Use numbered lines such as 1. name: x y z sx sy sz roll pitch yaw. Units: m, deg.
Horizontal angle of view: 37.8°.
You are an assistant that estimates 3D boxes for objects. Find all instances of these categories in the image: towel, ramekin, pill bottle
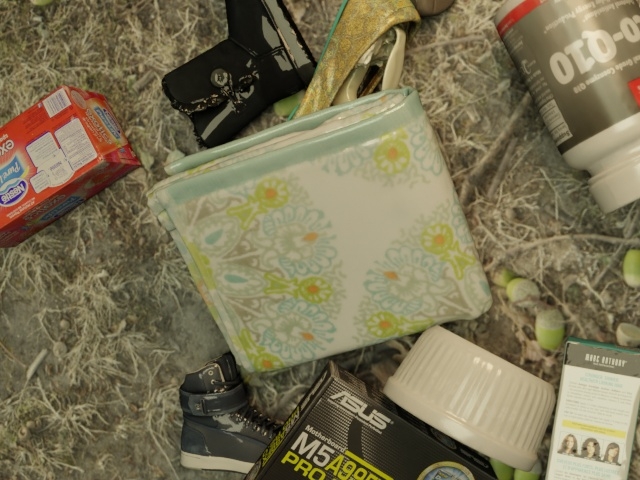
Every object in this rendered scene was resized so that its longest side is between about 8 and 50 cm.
1. towel: 0.000 0.000 1.214 0.374 0.090 0.320 -17 118 16
2. ramekin: 0.194 0.191 1.171 0.207 0.207 0.109 28 89 13
3. pill bottle: 0.343 -0.187 1.138 0.161 0.161 0.283 -28 84 14

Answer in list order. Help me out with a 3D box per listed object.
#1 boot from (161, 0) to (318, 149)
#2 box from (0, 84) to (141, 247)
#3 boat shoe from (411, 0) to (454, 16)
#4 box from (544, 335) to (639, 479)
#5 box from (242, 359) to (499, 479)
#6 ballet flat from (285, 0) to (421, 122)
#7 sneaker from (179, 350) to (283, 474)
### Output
1. boot: -0.139 -0.273 1.302 0.207 0.094 0.246 -29 90 10
2. box: -0.413 -0.102 1.367 0.257 0.122 0.128 -31 83 14
3. boat shoe: 0.117 -0.473 1.226 0.130 0.132 0.355 7 103 45
4. box: 0.347 0.252 1.198 0.100 0.060 0.244 9 94 15
5. box: 0.062 0.319 1.231 0.270 0.060 0.216 34 100 -10
6. ballet flat: 0.025 -0.168 1.233 0.123 0.123 0.348 31 104 13
7. sneaker: -0.096 0.240 1.307 0.226 0.086 0.163 0 94 16
